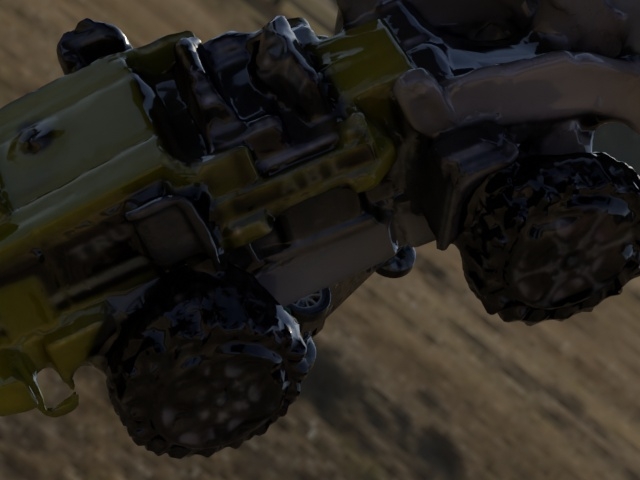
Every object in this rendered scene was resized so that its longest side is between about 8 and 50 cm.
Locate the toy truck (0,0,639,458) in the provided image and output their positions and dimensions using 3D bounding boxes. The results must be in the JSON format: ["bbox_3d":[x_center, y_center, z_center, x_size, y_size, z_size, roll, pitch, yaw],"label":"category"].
[{"bbox_3d":[0.013,-0.032,0.554,0.136,0.286,0.111,-117,-173,-45],"label":"toy truck"}]

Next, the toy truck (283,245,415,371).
[{"bbox_3d":[0.000,0.000,0.912,0.079,0.147,0.065,34,-35,16],"label":"toy truck"}]
